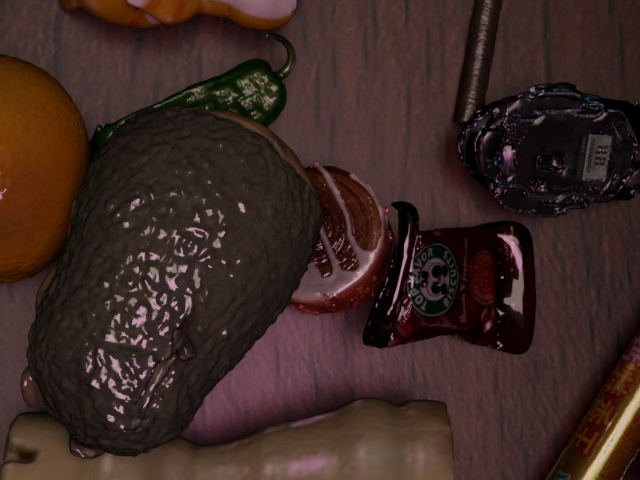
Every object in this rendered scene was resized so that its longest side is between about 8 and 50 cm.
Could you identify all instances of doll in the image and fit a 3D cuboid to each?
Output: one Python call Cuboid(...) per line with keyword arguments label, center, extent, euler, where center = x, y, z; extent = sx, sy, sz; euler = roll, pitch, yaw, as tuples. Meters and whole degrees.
Cuboid(label="doll", center=(-0.138, -0.301, 1.488), extent=(0.269, 0.162, 0.167), euler=(-5, 112, -12))
Cuboid(label="doll", center=(-0.150, 0.039, 1.366), extent=(0.247, 0.247, 0.349), euler=(25, 64, -5))

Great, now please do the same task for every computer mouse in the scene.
Cuboid(label="computer mouse", center=(0.258, -0.103, 1.566), extent=(0.241, 0.077, 0.146), euler=(4, 107, -13))

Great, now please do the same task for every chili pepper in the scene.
Cuboid(label="chili pepper", center=(-0.135, -0.127, 1.522), extent=(0.257, 0.074, 0.100), euler=(-25, 94, -6))

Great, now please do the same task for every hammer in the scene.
Cuboid(label="hammer", center=(0.188, -0.272, 1.591), extent=(0.125, 0.027, 0.297), euler=(10, 88, -7))

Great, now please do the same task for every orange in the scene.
Cuboid(label="orange", center=(-0.332, -0.071, 1.424), extent=(0.236, 0.236, 0.236), euler=(0, 88, -7))

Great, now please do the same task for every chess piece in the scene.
Cuboid(label="chess piece", center=(-0.092, 0.260, 1.441), extent=(0.442, 0.234, 0.234), euler=(3, 88, -3))

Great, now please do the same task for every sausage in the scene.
Cuboid(label="sausage", center=(0.337, 0.178, 1.572), extent=(0.082, 0.082, 0.371), euler=(34, 85, -5))

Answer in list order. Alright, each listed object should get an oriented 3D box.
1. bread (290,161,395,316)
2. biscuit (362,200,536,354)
Cuboid(label="bread", center=(0.000, 0.000, 1.513), extent=(0.160, 0.073, 0.160), euler=(-2, 75, 8))
Cuboid(label="biscuit", center=(0.139, 0.042, 1.523), extent=(0.235, 0.063, 0.151), euler=(7, 85, -44))
